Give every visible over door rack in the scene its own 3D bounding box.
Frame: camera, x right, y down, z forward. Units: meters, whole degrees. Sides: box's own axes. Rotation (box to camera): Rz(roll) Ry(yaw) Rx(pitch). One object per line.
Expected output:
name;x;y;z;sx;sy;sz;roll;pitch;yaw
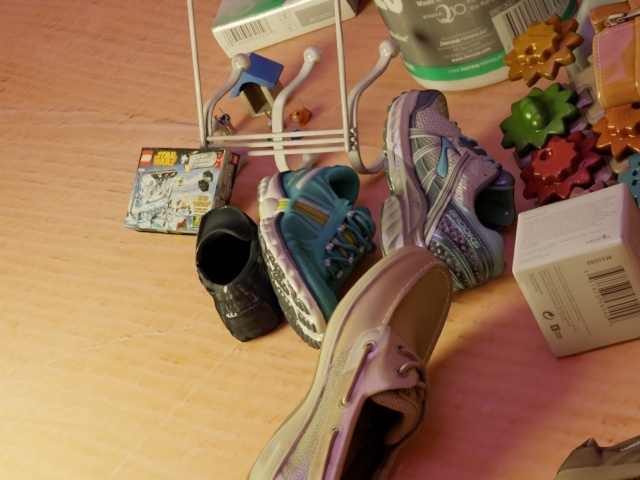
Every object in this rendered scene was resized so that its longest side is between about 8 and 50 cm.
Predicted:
over door rack;-0.044;-0.229;1.972;0.239;0.324;0.108;-1;18;42

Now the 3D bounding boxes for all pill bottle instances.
pill bottle;0.119;-0.355;1.958;0.204;0.361;0.204;-21;30;13

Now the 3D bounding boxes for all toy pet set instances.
toy pet set;-0.073;-0.160;2.125;0.122;0.065;0.114;-12;34;27

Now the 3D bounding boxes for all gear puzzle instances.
gear puzzle;0.248;-0.122;1.736;0.175;0.044;0.339;-32;38;13

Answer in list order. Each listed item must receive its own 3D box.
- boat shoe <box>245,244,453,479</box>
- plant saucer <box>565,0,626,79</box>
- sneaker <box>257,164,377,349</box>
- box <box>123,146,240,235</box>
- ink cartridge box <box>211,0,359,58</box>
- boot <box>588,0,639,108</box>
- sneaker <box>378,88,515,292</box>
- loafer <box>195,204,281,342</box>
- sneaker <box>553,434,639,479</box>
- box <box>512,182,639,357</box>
boat shoe;0.047;0.132;1.541;0.098;0.109;0.302;6;51;38
plant saucer;0.417;-0.276;1.848;0.400;0.100;0.400;-22;30;13
sneaker;0.000;0.000;1.788;0.110;0.107;0.275;-15;31;5
box;-0.151;-0.053;2.021;0.137;0.027;0.094;5;79;44
ink cartridge box;-0.031;-0.331;2.364;0.181;0.056;0.224;-17;34;21
boot;0.346;-0.159;1.612;0.220;0.109;0.283;-14;38;11
sneaker;0.127;-0.045;1.765;0.122;0.110;0.283;-9;41;11
loafer;-0.088;0.016;1.854;0.076;0.078;0.223;-27;30;3
sneaker;0.257;0.163;1.347;0.188;0.066;0.071;-6;36;34
box;0.225;0.025;1.549;0.102;0.101;0.087;-16;32;22
